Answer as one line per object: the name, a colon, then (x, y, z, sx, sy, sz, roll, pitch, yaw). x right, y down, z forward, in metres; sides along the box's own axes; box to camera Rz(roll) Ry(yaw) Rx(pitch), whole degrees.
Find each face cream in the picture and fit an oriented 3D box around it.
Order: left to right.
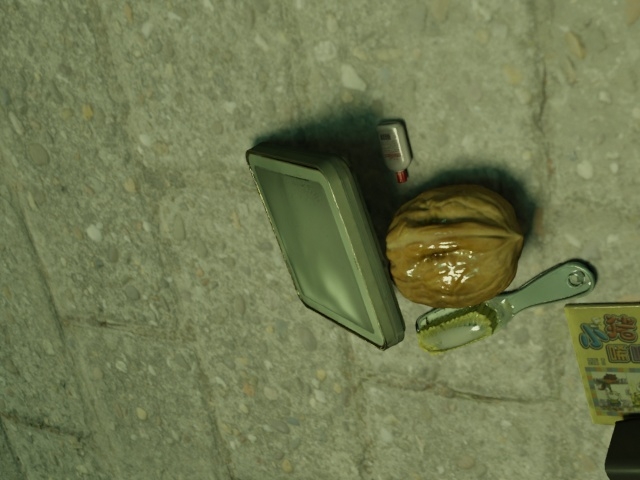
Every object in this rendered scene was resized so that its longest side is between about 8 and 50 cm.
face cream: (0.099, -0.116, 1.119, 0.040, 0.021, 0.083, 0, 118, 33)

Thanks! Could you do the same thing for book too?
book: (0.417, 0.164, 1.102, 0.168, 0.013, 0.192, -5, 115, 35)

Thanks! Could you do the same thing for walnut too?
walnut: (0.171, 0.008, 1.069, 0.184, 0.155, 0.155, -12, 112, 35)

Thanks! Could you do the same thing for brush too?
brush: (0.232, 0.101, 1.148, 0.297, 0.060, 0.068, -29, 98, 41)

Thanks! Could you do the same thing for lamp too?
lamp: (0.000, 0.000, 1.160, 0.266, 0.047, 0.269, 20, 134, 59)

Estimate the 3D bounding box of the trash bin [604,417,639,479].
trash bin: (0.496, 0.297, 1.059, 0.225, 0.115, 0.165, -15, 119, 39)
